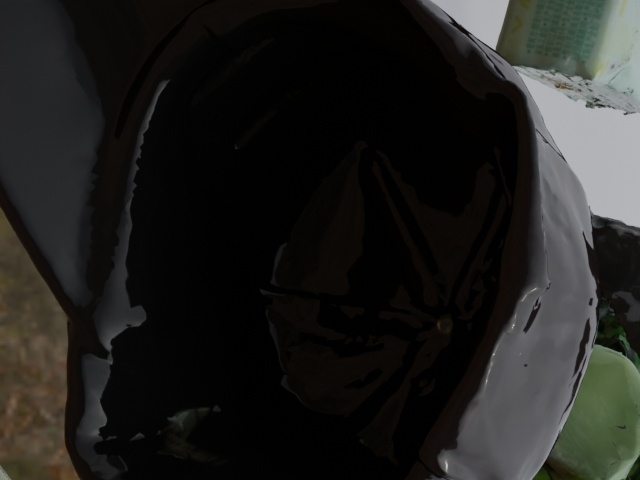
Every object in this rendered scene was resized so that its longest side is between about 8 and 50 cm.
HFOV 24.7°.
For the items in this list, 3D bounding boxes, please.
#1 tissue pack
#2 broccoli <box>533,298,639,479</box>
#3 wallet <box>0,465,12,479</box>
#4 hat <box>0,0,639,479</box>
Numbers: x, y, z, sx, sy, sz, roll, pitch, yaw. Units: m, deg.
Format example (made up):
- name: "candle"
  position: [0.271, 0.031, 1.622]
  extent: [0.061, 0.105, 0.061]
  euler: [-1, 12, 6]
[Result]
- name: "tissue pack"
  position: [0.371, -0.366, 1.794]
  extent: [0.162, 0.287, 0.388]
  euler: [16, -88, 32]
- name: "broccoli"
  position: [0.155, 0.134, 1.033]
  extent: [0.297, 0.297, 0.298]
  euler: [118, -35, -67]
- name: "wallet"
  position: [-0.315, 0.258, 1.374]
  extent: [0.110, 0.039, 0.155]
  euler: [49, 4, 1]
- name: "hat"
  position: [0.003, -0.022, 0.613]
  extent: [0.209, 0.238, 0.336]
  euler: [-8, 72, -61]
